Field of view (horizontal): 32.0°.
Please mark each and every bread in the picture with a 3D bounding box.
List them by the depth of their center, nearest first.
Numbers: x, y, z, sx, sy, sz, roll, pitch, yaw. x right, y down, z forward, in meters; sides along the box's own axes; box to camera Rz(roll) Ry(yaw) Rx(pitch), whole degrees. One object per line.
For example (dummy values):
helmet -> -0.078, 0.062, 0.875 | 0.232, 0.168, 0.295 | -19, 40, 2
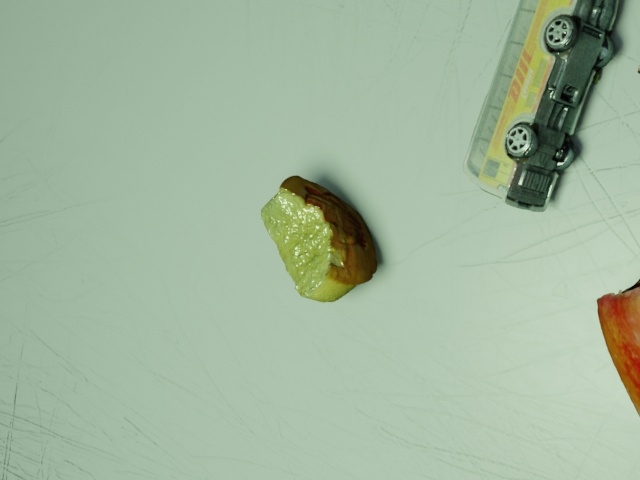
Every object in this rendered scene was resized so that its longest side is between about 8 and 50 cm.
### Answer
bread -> 0.005, -0.003, 1.358 | 0.086, 0.125, 0.156 | -41, 70, 31

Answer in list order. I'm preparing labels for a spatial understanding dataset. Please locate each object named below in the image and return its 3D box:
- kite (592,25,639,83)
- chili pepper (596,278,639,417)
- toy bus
kite -> 0.373, -0.313, 1.219 | 0.169, 0.015, 0.310 | 25, 101, 28
chili pepper -> 0.436, 0.141, 1.087 | 0.251, 0.229, 0.305 | -29, 87, 27
toy bus -> 0.245, -0.172, 1.240 | 0.106, 0.092, 0.268 | 29, 105, 47
